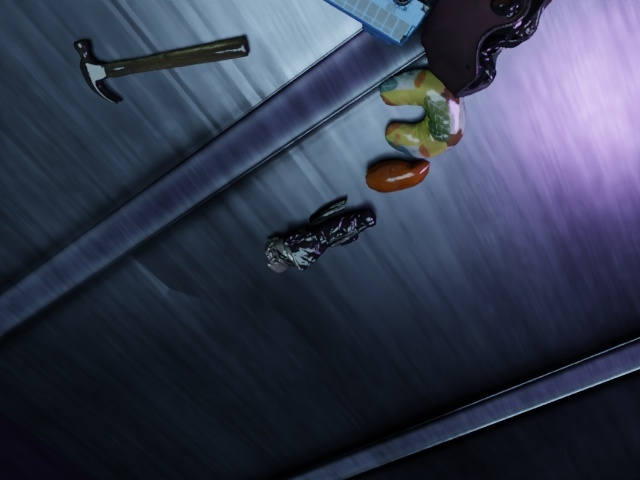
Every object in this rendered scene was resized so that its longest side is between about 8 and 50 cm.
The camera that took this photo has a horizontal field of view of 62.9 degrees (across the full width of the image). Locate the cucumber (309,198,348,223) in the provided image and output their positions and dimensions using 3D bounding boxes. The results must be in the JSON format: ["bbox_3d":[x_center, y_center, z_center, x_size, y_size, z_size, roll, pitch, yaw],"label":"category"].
[{"bbox_3d":[0.023,-0.087,1.535,0.134,0.033,0.034,-22,112,16],"label":"cucumber"}]

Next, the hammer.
[{"bbox_3d":[-0.398,-0.459,1.329,0.439,0.044,0.168,-7,120,9],"label":"hammer"}]

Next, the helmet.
[{"bbox_3d":[0.360,-0.491,1.148,0.197,0.271,0.338,43,119,13],"label":"helmet"}]

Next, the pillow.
[{"bbox_3d":[0.266,-0.324,1.351,0.214,0.086,0.233,1,125,16],"label":"pillow"}]

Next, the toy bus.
[{"bbox_3d":[0.126,-0.549,1.196,0.233,0.116,0.134,27,118,-11],"label":"toy bus"}]

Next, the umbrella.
[{"bbox_3d":[-0.003,-0.003,1.547,0.357,0.106,0.113,-22,114,16],"label":"umbrella"}]

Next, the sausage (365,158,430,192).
[{"bbox_3d":[0.213,-0.181,1.434,0.179,0.089,0.089,-8,121,15],"label":"sausage"}]
